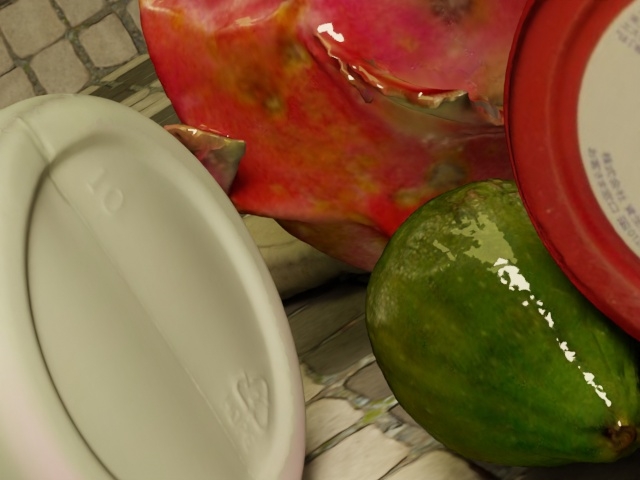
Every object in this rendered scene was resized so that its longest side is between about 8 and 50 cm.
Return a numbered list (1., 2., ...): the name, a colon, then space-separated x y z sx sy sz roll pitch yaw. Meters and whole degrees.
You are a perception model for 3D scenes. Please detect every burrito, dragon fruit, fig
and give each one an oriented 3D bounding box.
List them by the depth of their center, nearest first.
1. fig: 0.089 0.048 0.846 0.123 0.123 0.156 -29 27 3
2. dragon fruit: 0.091 -0.169 1.049 0.249 0.371 0.386 -24 22 52
3. burrito: 0.000 0.000 1.293 0.275 0.059 0.082 -19 32 38

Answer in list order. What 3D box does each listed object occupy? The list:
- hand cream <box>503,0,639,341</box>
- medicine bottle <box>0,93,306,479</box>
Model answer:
1. hand cream: 0.195 -0.062 0.779 0.230 0.230 0.149 -18 15 39
2. medicine bottle: -0.167 0.080 0.951 0.241 0.252 0.252 -22 16 28
